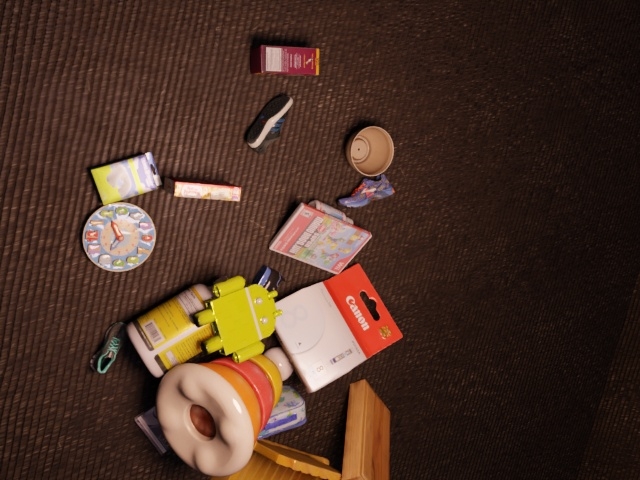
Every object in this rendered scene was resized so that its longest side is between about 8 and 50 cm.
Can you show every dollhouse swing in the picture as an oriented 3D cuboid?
[{"bbox_3d":[-0.133,0.833,1.986,0.347,0.305,0.315,30,87,-30],"label":"dollhouse swing"}]

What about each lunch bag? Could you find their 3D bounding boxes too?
[{"bbox_3d":[-0.166,0.580,1.983,0.219,0.176,0.090,-13,107,-24],"label":"lunch bag"}]

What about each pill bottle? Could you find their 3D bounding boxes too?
[{"bbox_3d":[-0.398,0.251,1.786,0.334,0.188,0.187,-31,113,-17],"label":"pill bottle"},{"bbox_3d":[0.028,-0.070,1.981,0.160,0.087,0.087,24,91,-29],"label":"pill bottle"}]

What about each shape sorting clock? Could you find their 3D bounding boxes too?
[{"bbox_3d":[-0.584,-0.009,1.717,0.206,0.040,0.206,-6,105,-25],"label":"shape sorting clock"}]

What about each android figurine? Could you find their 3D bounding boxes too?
[{"bbox_3d":[-0.235,0.229,1.736,0.273,0.056,0.248,-18,98,-32],"label":"android figurine"}]

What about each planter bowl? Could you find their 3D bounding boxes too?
[{"bbox_3d":[0.149,-0.303,1.976,0.162,0.109,0.162,-6,104,-25],"label":"planter bowl"}]

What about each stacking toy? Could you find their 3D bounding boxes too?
[{"bbox_3d":[-0.241,0.470,1.852,0.480,0.351,0.350,-26,117,-57],"label":"stacking toy"}]

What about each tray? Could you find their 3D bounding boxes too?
[{"bbox_3d":[0.170,0.713,2.072,0.076,0.411,0.202,-24,118,22],"label":"tray"}]

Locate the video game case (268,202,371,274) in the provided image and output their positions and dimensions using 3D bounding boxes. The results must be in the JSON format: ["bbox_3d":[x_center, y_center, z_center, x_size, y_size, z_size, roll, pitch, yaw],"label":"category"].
[{"bbox_3d":[0.000,0.000,1.961,0.285,0.025,0.204,22,123,-29],"label":"video game case"}]

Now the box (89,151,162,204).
[{"bbox_3d":[-0.554,-0.180,1.693,0.178,0.042,0.109,-21,111,-20],"label":"box"}]

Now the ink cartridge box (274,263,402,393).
[{"bbox_3d":[0.052,0.279,1.960,0.385,0.091,0.308,-27,78,-16],"label":"ink cartridge box"}]

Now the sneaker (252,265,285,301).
[{"bbox_3d":[-0.202,0.200,1.932,0.090,0.081,0.232,34,86,-24],"label":"sneaker"}]

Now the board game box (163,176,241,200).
[{"bbox_3d":[-0.351,-0.153,1.741,0.194,0.147,0.045,3,101,-28],"label":"board game box"}]

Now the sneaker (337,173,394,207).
[{"bbox_3d":[0.148,-0.167,2.034,0.221,0.083,0.087,-22,97,-26],"label":"sneaker"}]

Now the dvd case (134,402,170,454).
[{"bbox_3d":[-0.467,0.573,1.922,0.221,0.018,0.164,-33,114,-16],"label":"dvd case"}]

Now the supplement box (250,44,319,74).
[{"bbox_3d":[-0.109,-0.546,1.794,0.188,0.104,0.080,-6,104,-25],"label":"supplement box"}]

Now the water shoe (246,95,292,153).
[{"bbox_3d":[-0.153,-0.364,1.847,0.203,0.073,0.080,-51,144,-8],"label":"water shoe"}]

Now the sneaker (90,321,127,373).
[{"bbox_3d":[-0.622,0.325,1.754,0.065,0.076,0.166,28,88,-30],"label":"sneaker"}]
